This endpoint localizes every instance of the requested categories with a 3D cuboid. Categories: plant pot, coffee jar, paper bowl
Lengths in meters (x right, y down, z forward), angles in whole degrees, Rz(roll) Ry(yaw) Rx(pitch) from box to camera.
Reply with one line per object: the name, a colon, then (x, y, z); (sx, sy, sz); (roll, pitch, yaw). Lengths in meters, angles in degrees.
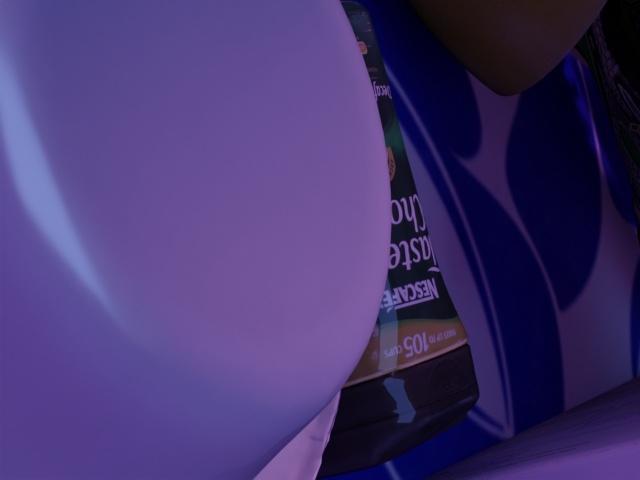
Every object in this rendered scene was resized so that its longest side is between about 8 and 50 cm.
plant pot: (0.084, -0.153, 0.918); (0.095, 0.134, 0.134); (29, 48, -16)
coffee jar: (0.000, 0.000, 0.748); (0.096, 0.079, 0.184); (-16, 89, -57)
paper bowl: (-0.087, -0.023, 0.570); (0.284, 0.148, 0.284); (28, 54, -47)

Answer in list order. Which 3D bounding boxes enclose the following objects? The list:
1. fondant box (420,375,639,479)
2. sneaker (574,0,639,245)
fondant box: (0.210, 0.104, 0.864); (0.330, 0.238, 0.096); (-15, 87, -57)
sneaker: (0.220, -0.051, 1.023); (0.343, 0.134, 0.146); (58, 7, -10)
